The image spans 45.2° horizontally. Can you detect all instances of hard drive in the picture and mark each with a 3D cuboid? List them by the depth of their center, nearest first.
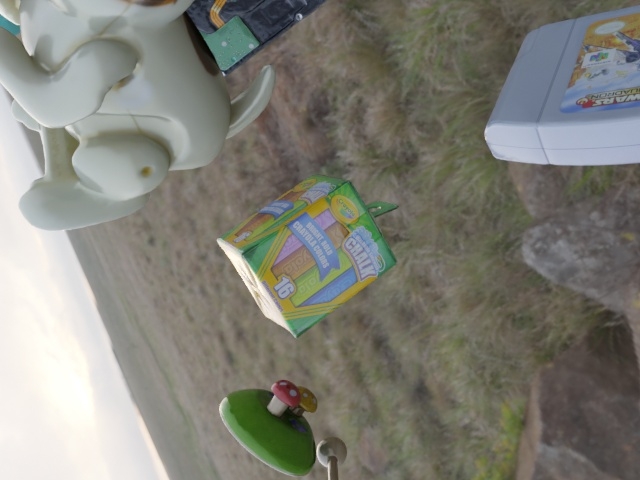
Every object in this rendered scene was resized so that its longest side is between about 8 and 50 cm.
[{"bbox_3d":[-0.176,-0.411,1.285,0.237,0.339,0.064,48,-152,-21],"label":"hard drive"}]

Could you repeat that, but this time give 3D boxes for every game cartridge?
[{"bbox_3d":[0.306,-0.150,0.698,0.297,0.198,0.062,-3,128,35],"label":"game cartridge"}]

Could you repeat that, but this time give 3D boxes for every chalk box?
[{"bbox_3d":[0.000,0.000,0.992,0.132,0.213,0.132,58,166,-18],"label":"chalk box"}]

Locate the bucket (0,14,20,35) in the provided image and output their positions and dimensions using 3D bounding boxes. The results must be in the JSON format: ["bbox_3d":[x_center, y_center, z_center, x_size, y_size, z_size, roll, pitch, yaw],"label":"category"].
[{"bbox_3d":[-0.589,-0.439,1.321,0.281,0.281,0.183,-146,46,-61],"label":"bucket"}]

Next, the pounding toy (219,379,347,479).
[{"bbox_3d":[-0.037,0.293,1.247,0.237,0.110,0.183,36,-173,-5],"label":"pounding toy"}]

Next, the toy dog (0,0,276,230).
[{"bbox_3d":[-0.236,-0.247,0.931,0.408,0.395,0.284,101,163,-49],"label":"toy dog"}]
